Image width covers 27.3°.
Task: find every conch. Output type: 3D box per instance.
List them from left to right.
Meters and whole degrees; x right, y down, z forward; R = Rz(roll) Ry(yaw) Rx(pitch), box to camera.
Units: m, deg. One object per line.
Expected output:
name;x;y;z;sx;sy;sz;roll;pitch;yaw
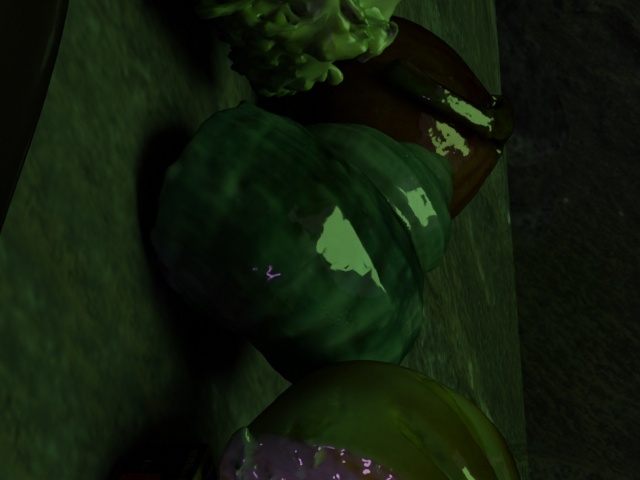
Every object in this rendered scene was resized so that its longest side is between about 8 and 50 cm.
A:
conch;0.000;0.000;0.900;0.277;0.195;0.220;-24;107;-39

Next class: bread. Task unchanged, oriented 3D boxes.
bread;0.045;0.233;0.757;0.333;0.160;0.333;-5;90;-69

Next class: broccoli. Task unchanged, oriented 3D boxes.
broccoli;0.027;-0.207;0.870;0.288;0.245;0.248;-50;144;-61

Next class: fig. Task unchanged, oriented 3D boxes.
fig;0.060;-0.089;1.070;0.205;0.205;0.205;-3;90;-75

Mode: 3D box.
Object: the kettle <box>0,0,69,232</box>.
kettle;-0.143;-0.107;0.401;0.232;0.144;0.202;-87;-167;-48

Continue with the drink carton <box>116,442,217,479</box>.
drink carton;-0.081;0.203;0.749;0.071;0.056;0.166;-71;154;-69
